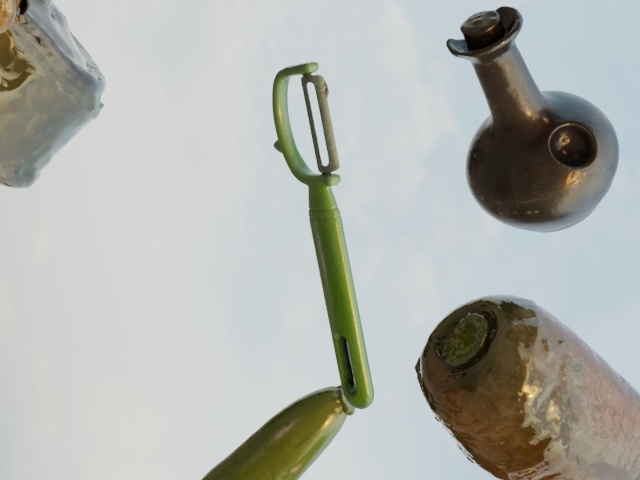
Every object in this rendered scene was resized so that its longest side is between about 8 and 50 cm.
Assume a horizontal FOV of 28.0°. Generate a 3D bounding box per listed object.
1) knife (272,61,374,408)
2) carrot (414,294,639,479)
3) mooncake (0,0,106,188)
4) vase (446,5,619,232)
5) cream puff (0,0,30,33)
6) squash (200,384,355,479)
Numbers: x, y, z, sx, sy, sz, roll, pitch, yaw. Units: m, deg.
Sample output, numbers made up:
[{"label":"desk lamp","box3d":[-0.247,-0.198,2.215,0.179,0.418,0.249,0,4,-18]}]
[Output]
[{"label":"knife","box3d":[-0.001,0.000,0.763,0.054,0.015,0.212,2,-72,49]},{"label":"carrot","box3d":[0.204,0.151,1.036,0.139,0.302,0.138,-34,-139,35]},{"label":"mooncake","box3d":[-0.465,-0.259,1.654,0.246,0.393,0.394,-46,-139,4]},{"label":"vase","box3d":[0.152,-0.093,0.974,0.120,0.120,0.183,35,-19,55]},{"label":"cream puff","box3d":[-0.343,-0.244,1.221,0.133,0.104,0.119,-31,-72,31]},{"label":"squash","box3d":[-0.045,0.208,1.205,0.201,0.066,0.066,-42,-131,12]}]
